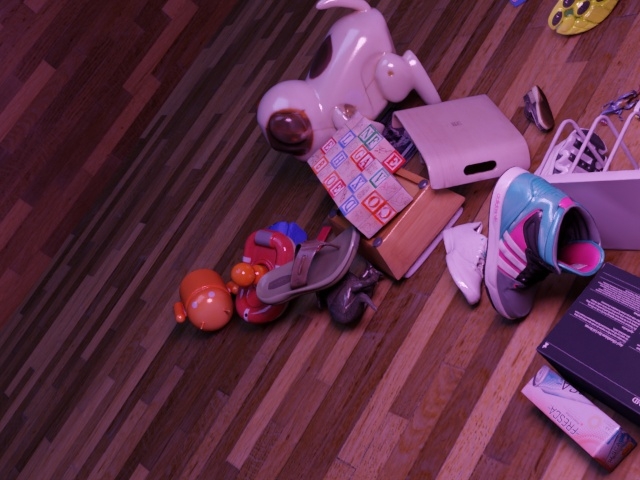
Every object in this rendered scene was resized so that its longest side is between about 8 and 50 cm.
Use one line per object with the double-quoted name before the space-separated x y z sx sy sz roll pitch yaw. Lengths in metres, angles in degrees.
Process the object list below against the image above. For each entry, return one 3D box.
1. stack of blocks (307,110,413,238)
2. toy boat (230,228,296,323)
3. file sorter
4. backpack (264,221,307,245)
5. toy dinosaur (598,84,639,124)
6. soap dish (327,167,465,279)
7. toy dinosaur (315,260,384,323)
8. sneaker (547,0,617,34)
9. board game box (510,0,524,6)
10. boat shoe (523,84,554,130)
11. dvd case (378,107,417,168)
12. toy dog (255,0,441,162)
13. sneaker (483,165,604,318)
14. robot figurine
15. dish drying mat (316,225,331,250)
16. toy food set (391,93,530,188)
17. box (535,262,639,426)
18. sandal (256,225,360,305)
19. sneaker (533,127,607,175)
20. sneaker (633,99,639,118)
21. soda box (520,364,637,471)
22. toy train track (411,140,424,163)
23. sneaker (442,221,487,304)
"stack of blocks" 0.096 -0.152 1.818 0.171 0.087 0.297 -43 33 9
"toy boat" -0.156 0.087 1.985 0.151 0.151 0.231 11 95 39
"file sorter" 0.530 -0.105 1.363 0.278 0.193 0.173 1 54 51
"backpack" -0.108 0.009 2.115 0.120 0.101 0.098 -26 32 35
"toy dinosaur" 0.590 -0.261 1.619 0.082 0.047 0.090 -26 4 46
"soap dish" 0.158 -0.061 1.843 0.229 0.118 0.291 -51 33 -3
"toy dinosaur" 0.063 0.119 1.802 0.160 0.121 0.313 -59 35 7
"sneaker" 0.630 -0.581 1.857 0.295 0.109 0.123 -49 9 4
"board game box" 0.552 -0.716 2.125 0.160 0.047 0.210 -29 37 31
"boat shoe" 0.464 -0.276 1.762 0.049 0.056 0.152 -35 24 30
"dvd case" 0.192 -0.263 2.112 0.164 0.018 0.221 -51 31 -5
"toy dog" 0.035 -0.361 2.040 0.408 0.395 0.284 -37 40 1
"sneaker" 0.378 0.034 1.367 0.124 0.295 0.178 -28 38 -28
"robot figurine" -0.300 0.156 2.168 0.219 0.158 0.128 52 128 58
"dish drying mat" 0.000 0.000 2.078 0.032 0.008 0.083 3 57 51
"toy food set" 0.302 -0.218 1.812 0.220 0.092 0.306 -12 36 -6
"box" 0.481 0.168 1.214 0.184 0.103 0.261 -47 32 -4
"sandal" -0.038 0.056 1.796 0.303 0.086 0.120 -28 37 28
"sneaker" 0.434 -0.072 1.548 0.292 0.110 0.118 -58 15 -14
"sneaker" 0.631 -0.266 1.568 0.035 0.031 0.083 18 74 42
"soda box" 0.392 0.269 1.257 0.063 0.058 0.183 -48 32 2
"toy train track" 0.242 -0.219 1.993 0.014 0.048 0.083 120 152 -55
"sneaker" 0.300 0.033 1.616 0.094 0.080 0.212 -23 37 17
